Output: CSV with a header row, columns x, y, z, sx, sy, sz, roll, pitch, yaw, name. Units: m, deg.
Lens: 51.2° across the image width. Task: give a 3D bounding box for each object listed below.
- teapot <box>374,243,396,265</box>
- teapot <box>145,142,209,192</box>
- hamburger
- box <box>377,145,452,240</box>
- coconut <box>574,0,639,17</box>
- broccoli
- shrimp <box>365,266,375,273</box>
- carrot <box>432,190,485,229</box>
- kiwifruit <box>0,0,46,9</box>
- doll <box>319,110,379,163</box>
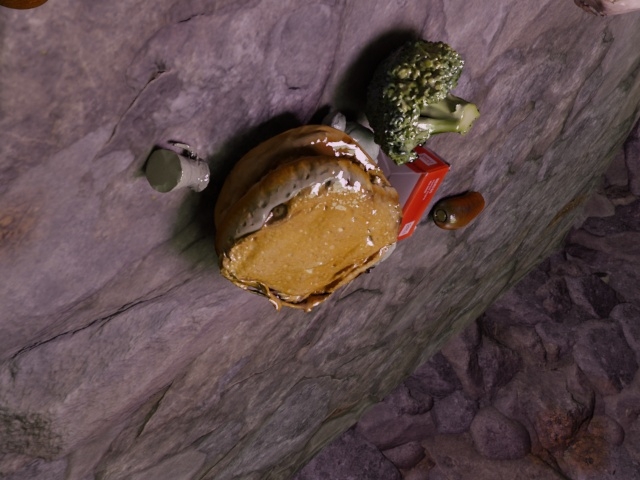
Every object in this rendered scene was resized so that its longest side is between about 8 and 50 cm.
x,y,z,sx,sy,sz,roll,pitch,yaw,name
0.093,0.017,1.422,0.077,0.107,0.200,-50,156,20,teapot
-0.182,-0.094,0.878,0.083,0.057,0.067,0,100,-65,teapot
-0.026,-0.032,1.037,0.318,0.158,0.319,-17,138,-16,hamburger
0.148,-0.105,1.292,0.099,0.133,0.182,-21,144,-47,box
0.457,-0.516,0.921,0.360,0.346,0.346,-46,157,17,coconut
0.163,-0.227,1.086,0.226,0.176,0.198,-3,127,-37,broccoli
0.024,0.049,1.289,0.115,0.217,0.051,8,83,-31,shrimp
0.369,-0.077,1.758,0.193,0.087,0.087,-16,142,-46,carrot
-0.240,-0.242,0.527,0.075,0.075,0.124,-22,150,-44,kiwifruit
0.048,-0.151,1.132,0.103,0.071,0.214,-50,156,6,doll
